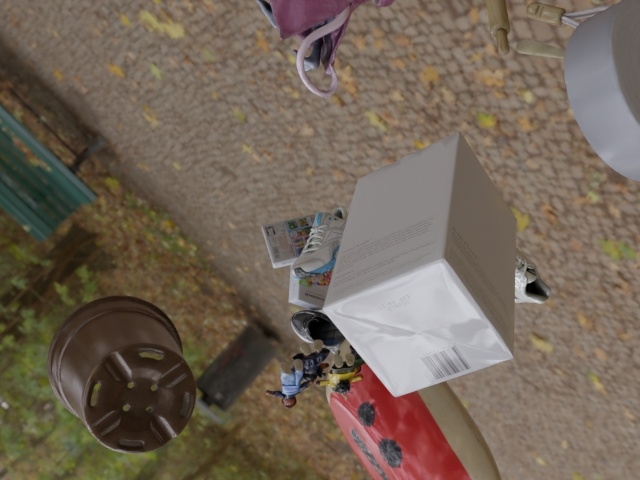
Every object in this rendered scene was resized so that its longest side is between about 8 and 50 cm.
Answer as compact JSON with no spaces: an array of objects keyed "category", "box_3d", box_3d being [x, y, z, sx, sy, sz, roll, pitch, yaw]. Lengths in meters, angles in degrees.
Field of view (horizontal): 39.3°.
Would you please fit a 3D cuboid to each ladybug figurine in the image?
[{"category":"ladybug figurine","box_3d":[0.155,0.351,1.625,0.449,0.162,0.305,49,155,33]}]

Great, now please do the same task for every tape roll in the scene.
[{"category":"tape roll","box_3d":[0.399,-0.186,1.091,0.219,0.219,0.072,47,146,-15]}]

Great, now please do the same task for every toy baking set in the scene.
[{"category":"toy baking set","box_3d":[0.340,-0.343,1.313,0.197,0.256,0.030,-8,149,20]}]

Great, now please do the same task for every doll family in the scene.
[{"category":"doll family","box_3d":[0.001,0.225,1.504,0.111,0.193,0.076,100,165,-51]}]

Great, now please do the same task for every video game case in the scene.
[{"category":"video game case","box_3d":[-0.048,-0.002,1.970,0.157,0.143,0.019,-112,11,-56]}]

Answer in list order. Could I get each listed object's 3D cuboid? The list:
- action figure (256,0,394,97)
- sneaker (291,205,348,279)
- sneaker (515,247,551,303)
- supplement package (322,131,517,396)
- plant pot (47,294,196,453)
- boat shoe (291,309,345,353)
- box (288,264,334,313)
[{"category":"action figure","box_3d":[0.060,-0.511,1.750,0.248,0.370,0.275,42,-157,-44]},{"category":"sneaker","box_3d":[0.000,0.000,1.468,0.071,0.191,0.082,-10,108,31]},{"category":"sneaker","box_3d":[0.447,0.048,2.130,0.292,0.110,0.118,44,170,-28]},{"category":"supplement package","box_3d":[0.144,0.025,1.188,0.178,0.293,0.175,-24,118,28]},{"category":"plant pot","box_3d":[-0.225,0.160,1.042,0.167,0.167,0.165,49,170,-20]},{"category":"boat shoe","box_3d":[-0.003,0.205,2.053,0.228,0.080,0.076,30,171,49]},{"category":"box","box_3d":[-0.009,0.073,2.150,0.038,0.186,0.145,-15,152,43]}]
